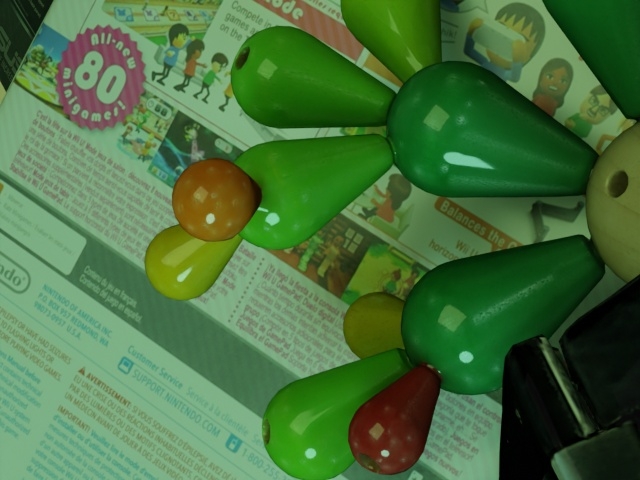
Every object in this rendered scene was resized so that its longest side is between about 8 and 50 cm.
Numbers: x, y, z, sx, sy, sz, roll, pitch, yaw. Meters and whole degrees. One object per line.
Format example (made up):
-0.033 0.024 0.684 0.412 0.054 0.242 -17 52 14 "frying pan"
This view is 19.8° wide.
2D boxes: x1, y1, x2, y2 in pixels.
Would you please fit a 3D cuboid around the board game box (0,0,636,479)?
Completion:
0.000 0.000 0.605 0.224 0.097 0.303 34 101 22 "board game box"

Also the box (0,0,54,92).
-0.111 -0.192 0.769 0.232 0.059 0.183 56 131 32 "box"

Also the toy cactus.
0.058 -0.028 0.485 0.180 0.112 0.219 21 86 14 "toy cactus"

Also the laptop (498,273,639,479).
0.216 0.163 0.362 0.236 0.408 0.382 -19 60 -8 "laptop"
